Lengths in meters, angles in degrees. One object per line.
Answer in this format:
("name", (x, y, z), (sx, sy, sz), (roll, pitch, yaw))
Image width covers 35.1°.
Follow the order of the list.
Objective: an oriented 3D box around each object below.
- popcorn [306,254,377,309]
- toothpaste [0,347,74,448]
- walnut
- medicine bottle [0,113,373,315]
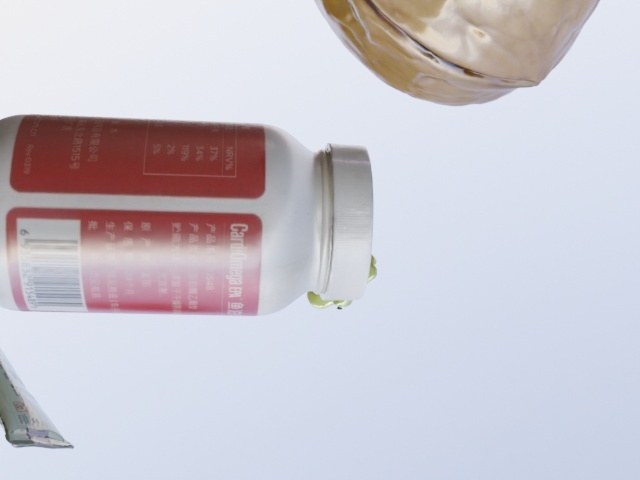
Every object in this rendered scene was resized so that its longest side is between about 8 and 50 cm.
("popcorn", (0.000, 0.000, 1.270), (0.141, 0.135, 0.163), (27, -76, 52))
("toothpaste", (-0.360, 0.156, 1.133), (0.047, 0.069, 0.268), (-42, -136, -13))
("walnut", (0.070, -0.172, 0.572), (0.167, 0.167, 0.207), (-32, -108, 11))
("medicine bottle", (-0.096, -0.015, 0.675), (0.250, 0.131, 0.131), (2, -149, -6))
